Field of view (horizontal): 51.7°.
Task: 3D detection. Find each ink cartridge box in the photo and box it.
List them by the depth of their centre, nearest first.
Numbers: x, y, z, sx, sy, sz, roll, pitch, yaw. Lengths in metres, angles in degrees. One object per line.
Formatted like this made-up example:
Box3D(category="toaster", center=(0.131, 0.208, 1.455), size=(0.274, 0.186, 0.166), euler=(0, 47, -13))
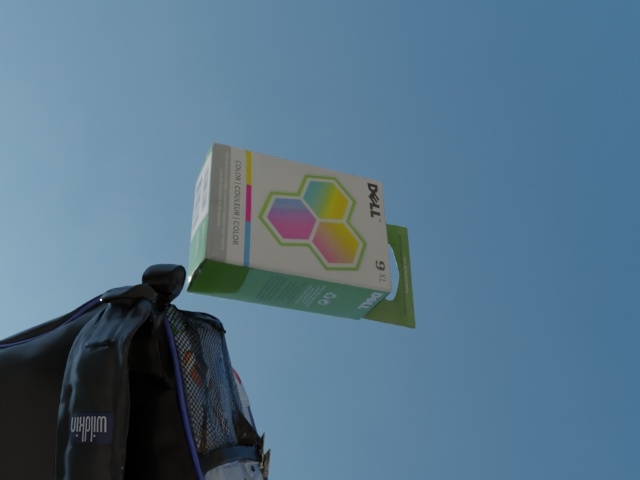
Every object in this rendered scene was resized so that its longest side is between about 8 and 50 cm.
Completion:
Box3D(category="ink cartridge box", center=(0.000, 0.000, 0.550), size=(0.209, 0.062, 0.109), euler=(12, -124, -21))

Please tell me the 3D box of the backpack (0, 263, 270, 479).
Box3D(category="backpack", center=(-0.151, 0.195, 0.451), size=(0.276, 0.213, 0.264), euler=(-25, -118, 15))
